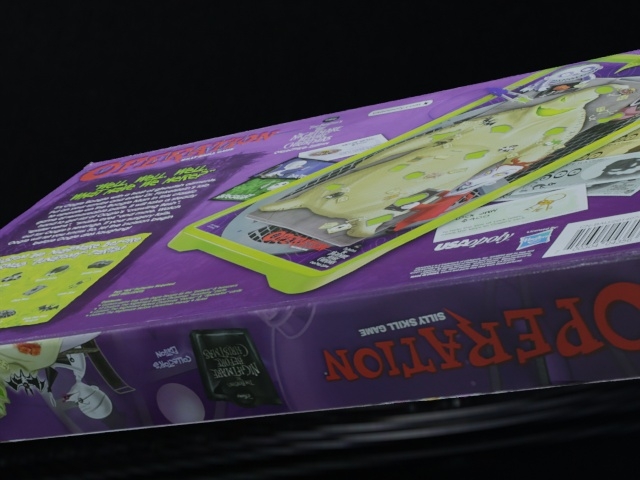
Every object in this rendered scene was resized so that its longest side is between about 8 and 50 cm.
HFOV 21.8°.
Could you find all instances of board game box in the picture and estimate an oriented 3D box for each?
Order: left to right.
[{"bbox_3d":[0.000,0.000,0.633,0.346,0.208,0.056,-9,-65,32],"label":"board game box"}]
